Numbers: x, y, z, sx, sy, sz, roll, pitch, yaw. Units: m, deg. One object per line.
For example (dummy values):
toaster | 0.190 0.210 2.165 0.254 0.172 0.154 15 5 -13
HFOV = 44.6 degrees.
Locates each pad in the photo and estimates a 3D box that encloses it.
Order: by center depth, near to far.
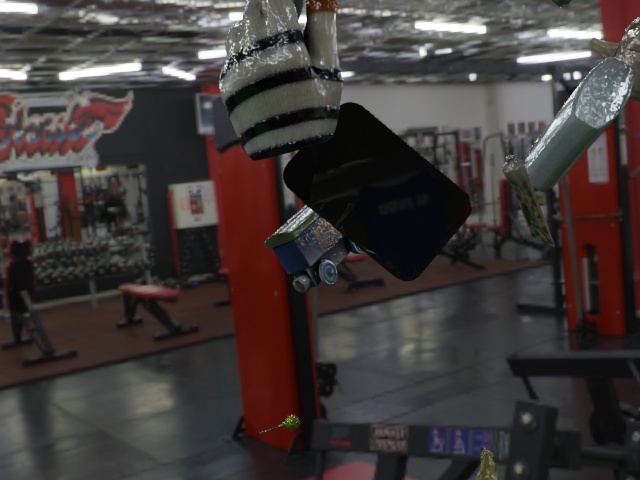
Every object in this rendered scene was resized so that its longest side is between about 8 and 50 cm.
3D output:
pad | 0.031 -0.010 1.139 0.323 0.250 0.055 -50 0 10

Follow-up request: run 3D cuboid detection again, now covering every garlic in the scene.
garlic | 0.697 -0.412 1.733 0.212 0.218 0.219 21 18 30

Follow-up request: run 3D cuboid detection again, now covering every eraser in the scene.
eraser | 0.548 -0.242 1.682 0.189 0.104 0.290 -48 -9 -21

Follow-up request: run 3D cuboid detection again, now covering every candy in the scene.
candy | -0.110 0.497 2.076 0.123 0.035 0.035 -24 38 18

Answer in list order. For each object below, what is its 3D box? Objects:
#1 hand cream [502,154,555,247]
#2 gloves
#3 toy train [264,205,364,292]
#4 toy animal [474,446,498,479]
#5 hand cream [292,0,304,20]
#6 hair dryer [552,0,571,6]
hand cream | 0.316 -0.059 1.189 0.037 0.165 0.057 -33 26 -10
gloves | -0.056 -0.212 0.901 0.140 0.218 0.131 -8 12 37
toy train | 0.000 0.000 2.088 0.131 0.201 0.300 -18 18 41
toy animal | 0.367 0.582 1.772 0.103 0.101 0.218 -2 34 37
hand cream | -0.061 -0.550 1.785 0.048 0.079 0.255 -1 -11 -7
hair dryer | 0.425 -0.466 1.268 0.173 0.107 0.357 -47 3 25
